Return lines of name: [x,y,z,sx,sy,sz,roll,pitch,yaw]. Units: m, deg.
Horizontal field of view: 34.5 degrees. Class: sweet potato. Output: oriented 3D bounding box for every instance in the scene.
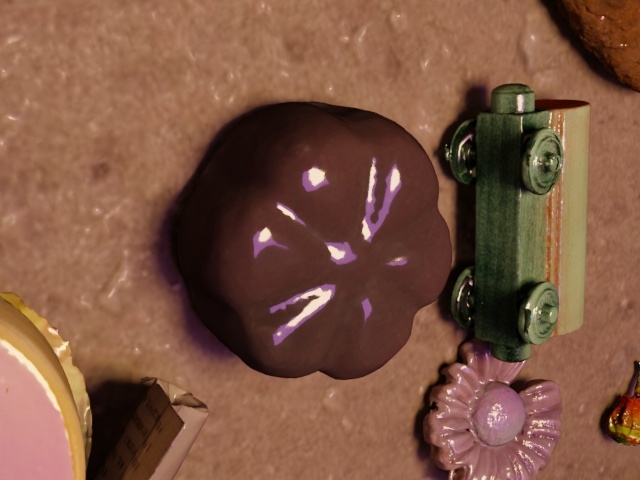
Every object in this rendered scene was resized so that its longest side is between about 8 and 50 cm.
sweet potato: [0.289,-0.258,1.064,0.341,0.092,0.114,51,45,-34]

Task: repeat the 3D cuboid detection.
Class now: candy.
candy: [0.413,0.165,1.294,0.060,0.060,0.201,40,68,-36]

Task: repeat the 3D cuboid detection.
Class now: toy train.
toy train: [0.218,-0.020,1.059,0.177,0.116,0.285,-16,109,-45]

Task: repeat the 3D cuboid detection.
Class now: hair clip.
hair clip: [0.213,0.245,1.140,0.173,0.069,0.300,-44,124,-28]

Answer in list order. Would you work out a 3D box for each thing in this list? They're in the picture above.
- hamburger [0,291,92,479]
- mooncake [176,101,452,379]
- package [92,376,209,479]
hamburger: [-0.293,0.151,0.666,0.300,0.176,0.300,-3,97,-29]
mooncake: [0.000,0.000,0.887,0.245,0.133,0.245,-10,111,-28]
package: [-0.160,0.204,0.774,0.062,0.251,0.204,30,83,0]
